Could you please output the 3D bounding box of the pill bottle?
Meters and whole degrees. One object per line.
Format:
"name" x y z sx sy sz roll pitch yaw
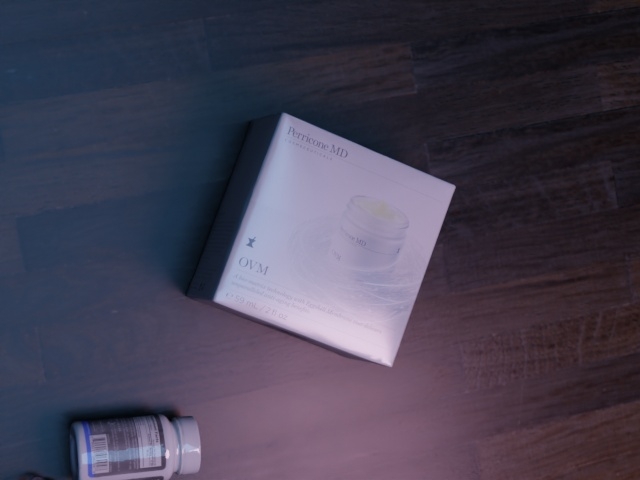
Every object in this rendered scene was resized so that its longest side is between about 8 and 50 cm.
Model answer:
"pill bottle" -0.206 0.234 1.510 0.137 0.078 0.078 -3 92 -19

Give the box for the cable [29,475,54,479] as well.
"cable" -0.309 0.363 1.500 0.150 0.047 0.184 34 78 -21

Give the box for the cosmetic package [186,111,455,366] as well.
"cosmetic package" 0.000 0.000 1.545 0.224 0.138 0.224 21 83 -18
